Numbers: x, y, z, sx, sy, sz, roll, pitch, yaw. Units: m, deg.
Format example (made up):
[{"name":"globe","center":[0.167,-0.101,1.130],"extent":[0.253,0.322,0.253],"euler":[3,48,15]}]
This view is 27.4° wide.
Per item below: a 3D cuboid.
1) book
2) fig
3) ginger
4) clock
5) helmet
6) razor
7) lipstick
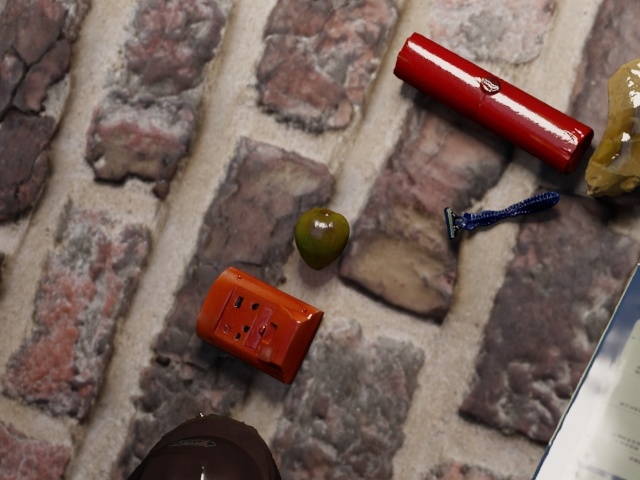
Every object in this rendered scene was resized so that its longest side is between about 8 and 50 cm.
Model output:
[{"name":"book","center":[0.432,0.232,1.514],"extent":[0.300,0.039,0.428],"euler":[22,60,21]},{"name":"fig","center":[0.000,0.000,1.785],"extent":[0.074,0.074,0.088],"euler":[21,112,20]},{"name":"ginger","center":[0.393,-0.139,1.669],"extent":[0.095,0.069,0.190],"euler":[20,89,14]},{"name":"clock","center":[-0.089,0.115,1.804],"extent":[0.155,0.061,0.113],"euler":[25,92,22]},{"name":"helmet","center":[-0.175,0.382,1.739],"extent":[0.225,0.177,0.305],"euler":[-8,82,19]},{"name":"razor","center":[0.241,-0.038,1.729],"extent":[0.155,0.028,0.044],"euler":[-14,74,17]},{"name":"lipstick","center":[0.226,-0.182,1.731],"extent":[0.280,0.073,0.073],"euler":[32,94,18]}]
